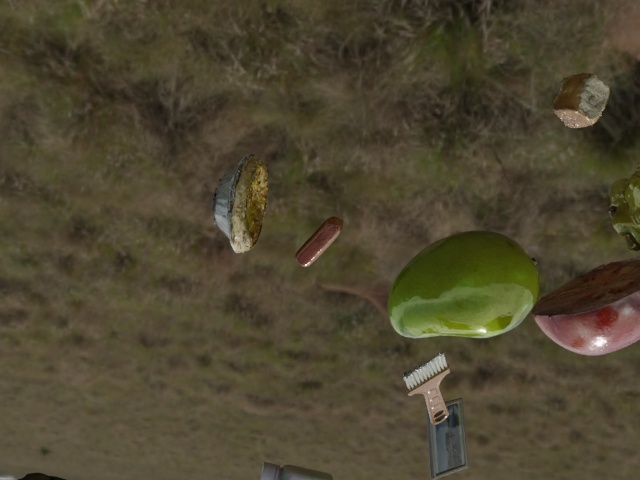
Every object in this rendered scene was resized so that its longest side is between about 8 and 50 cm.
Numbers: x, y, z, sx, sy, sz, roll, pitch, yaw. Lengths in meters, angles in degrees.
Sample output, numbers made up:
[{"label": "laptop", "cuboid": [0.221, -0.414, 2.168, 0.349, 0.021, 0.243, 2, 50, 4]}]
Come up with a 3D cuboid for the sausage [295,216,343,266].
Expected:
[{"label": "sausage", "cuboid": [0.000, 0.000, 1.610, 0.041, 0.039, 0.131, 43, 119, 1]}]

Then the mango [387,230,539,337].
[{"label": "mango", "cuboid": [0.234, 0.074, 1.339, 0.273, 0.185, 0.149, -6, 149, 42]}]

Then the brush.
[{"label": "brush", "cuboid": [0.210, 0.290, 1.490, 0.090, 0.017, 0.314, -29, 147, -3]}]

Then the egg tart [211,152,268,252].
[{"label": "egg tart", "cuboid": [-0.184, -0.086, 1.819, 0.094, 0.234, 0.234, 7, 163, 11]}]

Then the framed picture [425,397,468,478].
[{"label": "framed picture", "cuboid": [0.264, 0.410, 1.656, 0.109, 0.149, 0.011, -4, 180, -40]}]

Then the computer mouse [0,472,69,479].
[{"label": "computer mouse", "cuboid": [-0.325, 0.314, 0.832, 0.241, 0.146, 0.077, 8, 155, -8]}]

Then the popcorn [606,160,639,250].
[{"label": "popcorn", "cuboid": [0.721, -0.075, 1.633, 0.255, 0.195, 0.256, -33, 157, 28]}]

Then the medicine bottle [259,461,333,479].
[{"label": "medicine bottle", "cuboid": [-0.041, 0.401, 1.305, 0.118, 0.055, 0.074, 13, 176, -2]}]

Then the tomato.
[{"label": "tomato", "cuboid": [0.644, 0.152, 1.737, 0.338, 0.144, 0.338, -26, -177, 2]}]

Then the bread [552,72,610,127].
[{"label": "bread", "cuboid": [0.463, -0.245, 1.406, 0.076, 0.083, 0.070, 29, 173, -27]}]
